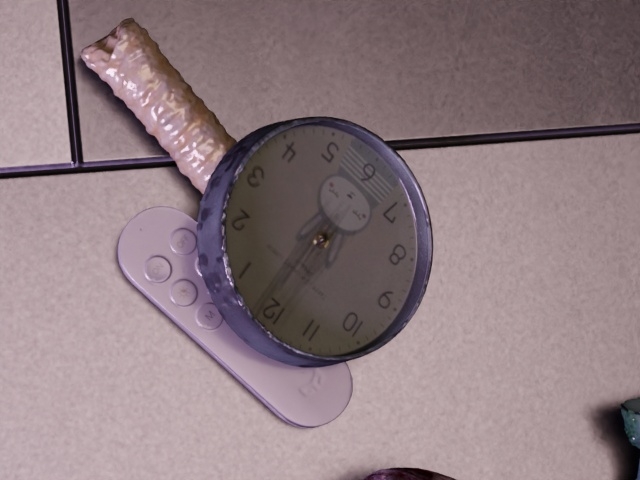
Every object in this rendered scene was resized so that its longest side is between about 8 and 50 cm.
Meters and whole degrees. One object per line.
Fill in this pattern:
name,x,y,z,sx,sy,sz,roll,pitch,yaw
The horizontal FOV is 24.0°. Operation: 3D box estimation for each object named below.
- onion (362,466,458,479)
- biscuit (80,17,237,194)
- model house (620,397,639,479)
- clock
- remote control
onion,0.108,0.260,1.261,0.206,0.151,0.098,41,41,-13
biscuit,-0.116,-0.094,1.287,0.061,0.055,0.219,-39,91,-5
model house,0.341,0.215,1.321,0.148,0.119,0.148,-6,108,-35
clock,0.000,0.000,1.270,0.215,0.042,0.214,4,82,-30
remote control,-0.073,0.066,1.289,0.245,0.022,0.077,43,77,-3
